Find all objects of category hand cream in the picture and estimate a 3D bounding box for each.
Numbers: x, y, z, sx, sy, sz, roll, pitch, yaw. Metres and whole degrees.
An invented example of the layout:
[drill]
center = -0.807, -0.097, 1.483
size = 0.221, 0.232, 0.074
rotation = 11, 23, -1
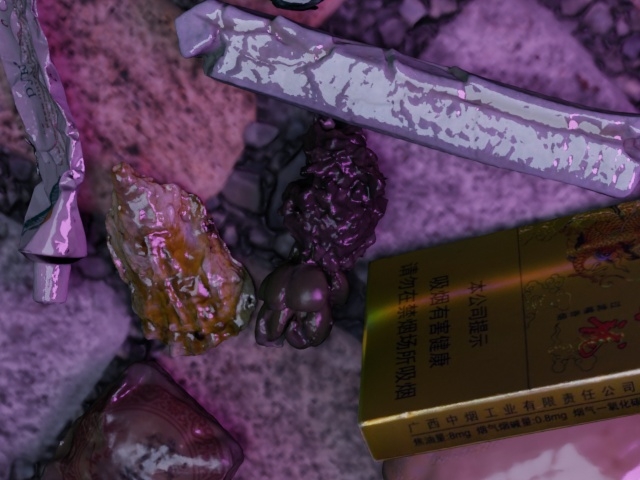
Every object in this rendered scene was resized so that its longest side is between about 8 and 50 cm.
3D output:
[hand cream]
center = -0.210, -0.079, 1.075
size = 0.084, 0.050, 0.257
rotation = -3, 98, 55

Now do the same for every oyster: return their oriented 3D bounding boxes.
[oyster]
center = -0.104, 0.019, 1.093
size = 0.121, 0.045, 0.146
rotation = 10, 103, -4

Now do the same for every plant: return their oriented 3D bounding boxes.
[plant]
center = 0.000, 0.000, 1.046
size = 0.085, 0.087, 0.174
rotation = 24, 101, 37

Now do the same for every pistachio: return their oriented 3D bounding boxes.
[pistachio]
center = 0.160, 0.150, 0.998
size = 0.238, 0.153, 0.138
rotation = -12, 121, 11

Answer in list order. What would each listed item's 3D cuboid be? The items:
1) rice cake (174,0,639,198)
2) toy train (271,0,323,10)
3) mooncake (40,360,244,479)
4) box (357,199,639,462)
[rice cake]
center = 0.061, -0.099, 1.014
size = 0.336, 0.066, 0.063
rotation = 16, 95, 6
[toy train]
center = -0.092, -0.268, 0.992
size = 0.301, 0.120, 0.202
rotation = 10, 99, 11
[mooncake]
center = -0.133, 0.168, 1.106
size = 0.125, 0.073, 0.130
rotation = 36, 104, 5
[box]
center = 0.180, 0.046, 0.967
size = 0.311, 0.173, 0.043
rotation = -12, 126, 14
